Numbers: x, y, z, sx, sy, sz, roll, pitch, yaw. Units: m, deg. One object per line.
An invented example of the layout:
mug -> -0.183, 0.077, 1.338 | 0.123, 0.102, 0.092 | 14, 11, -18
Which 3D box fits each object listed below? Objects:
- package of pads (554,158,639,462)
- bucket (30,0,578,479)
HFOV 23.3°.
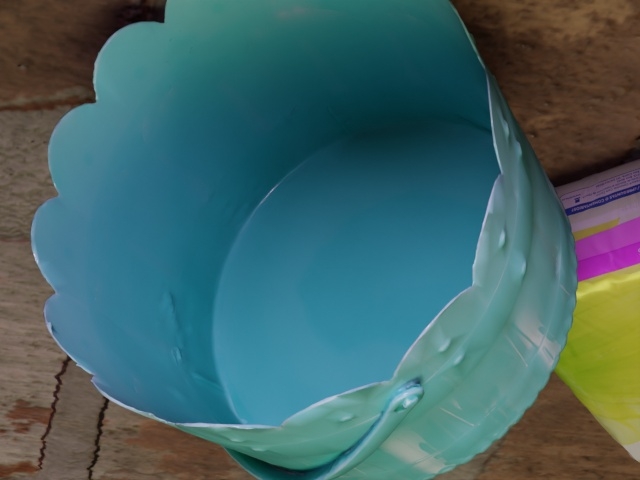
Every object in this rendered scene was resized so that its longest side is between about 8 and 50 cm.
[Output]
package of pads -> 0.271, 0.048, 1.089 | 0.229, 0.101, 0.296 | -20, 143, 23
bucket -> 0.000, 0.000, 0.849 | 0.281, 0.281, 0.183 | -17, 150, 19
